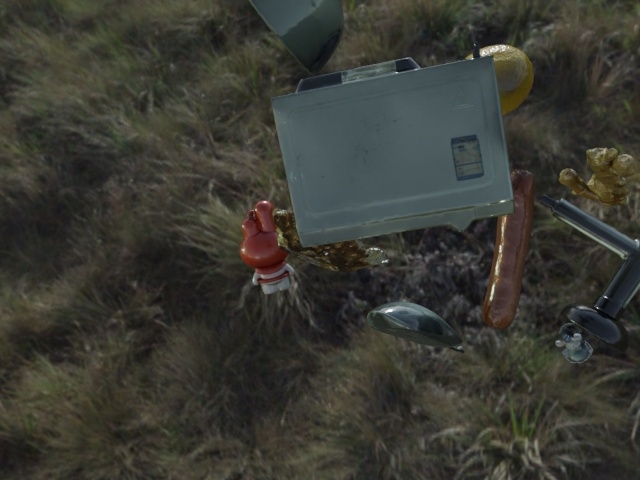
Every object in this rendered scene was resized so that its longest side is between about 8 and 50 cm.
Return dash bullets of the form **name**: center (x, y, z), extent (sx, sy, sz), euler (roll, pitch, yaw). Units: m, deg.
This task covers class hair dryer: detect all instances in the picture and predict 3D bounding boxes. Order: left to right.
- **hair dryer**: center (0.604, 0.047, 1.558), extent (0.284, 0.156, 0.320), euler (24, 91, 27)

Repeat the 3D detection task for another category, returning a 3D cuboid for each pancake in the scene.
- **pancake**: center (0.000, 0.000, 1.592), extent (0.212, 0.257, 0.056), euler (-24, 30, 44)

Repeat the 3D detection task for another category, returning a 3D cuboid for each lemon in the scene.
- **lemon**: center (0.455, -0.420, 1.850), extent (0.257, 0.188, 0.188), euler (-26, 50, -7)

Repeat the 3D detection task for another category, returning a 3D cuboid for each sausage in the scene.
- **sausage**: center (0.482, 0.025, 1.777), extent (0.094, 0.418, 0.094), euler (-5, 17, -33)

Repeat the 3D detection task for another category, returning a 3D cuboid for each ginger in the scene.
- **ginger**: center (0.537, -0.117, 1.312), extent (0.193, 0.176, 0.052), euler (17, 77, 60)

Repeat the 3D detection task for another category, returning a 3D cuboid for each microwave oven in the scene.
- **microwave oven**: center (0.127, -0.159, 1.186), extent (0.355, 0.286, 0.218), euler (-10, 12, 12)

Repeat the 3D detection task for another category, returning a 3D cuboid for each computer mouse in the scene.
- **computer mouse**: center (0.281, 0.235, 1.893), extent (0.167, 0.379, 0.090), euler (-2, 68, 49)

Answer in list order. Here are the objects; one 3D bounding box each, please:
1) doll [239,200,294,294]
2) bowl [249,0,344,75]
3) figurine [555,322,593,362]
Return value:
- **doll**: center (-0.169, 0.021, 2.145), extent (0.161, 0.290, 0.130), euler (-14, 16, 1)
- **bowl**: center (-0.045, -0.467, 1.309), extent (0.146, 0.289, 0.289), euler (-37, 49, 12)
- **figurine**: center (0.653, 0.261, 1.802), extent (0.094, 0.086, 0.082), euler (-9, 37, 44)
